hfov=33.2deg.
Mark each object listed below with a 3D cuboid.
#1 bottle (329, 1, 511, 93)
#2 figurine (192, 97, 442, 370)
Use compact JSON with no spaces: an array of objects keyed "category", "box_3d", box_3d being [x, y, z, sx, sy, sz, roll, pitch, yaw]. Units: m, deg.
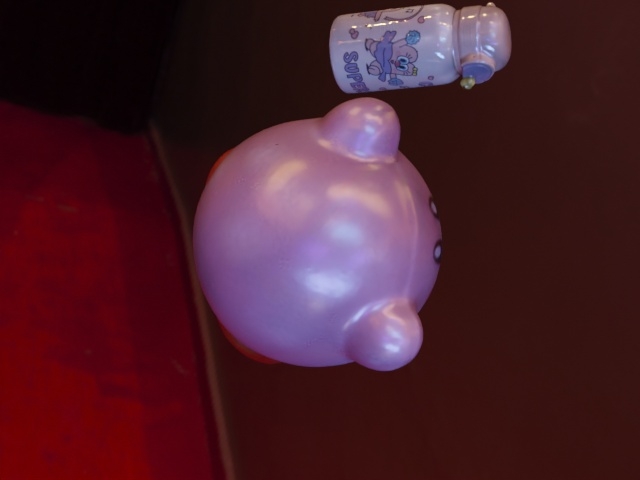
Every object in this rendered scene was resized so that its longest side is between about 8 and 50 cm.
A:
[{"category":"bottle","box_3d":[0.121,-0.227,1.282,0.209,0.097,0.110,-2,61,21]},{"category":"figurine","box_3d":[0.000,0.000,0.714,0.173,0.173,0.173,15,24,-7]}]
